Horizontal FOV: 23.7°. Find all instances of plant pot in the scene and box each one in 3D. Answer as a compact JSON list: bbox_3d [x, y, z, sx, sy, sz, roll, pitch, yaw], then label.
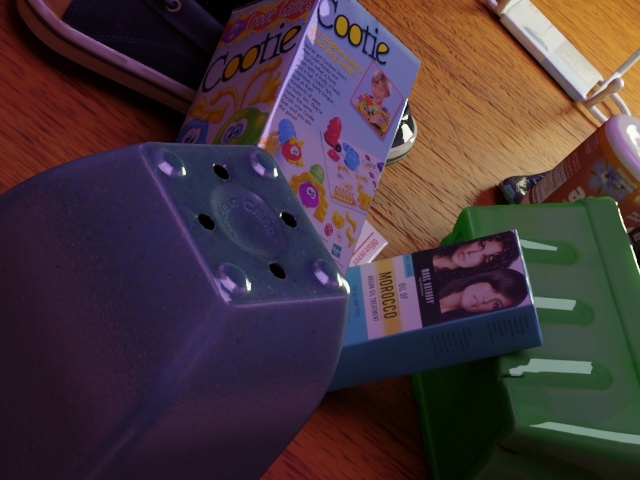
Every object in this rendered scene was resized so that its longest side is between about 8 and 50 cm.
[{"bbox_3d":[-0.127,0.056,1.170,0.247,0.252,0.248,-3,56,-50],"label":"plant pot"}]

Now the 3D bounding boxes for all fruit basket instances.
[{"bbox_3d":[0.298,0.143,1.538,0.392,0.283,0.392,17,41,-16],"label":"fruit basket"}]

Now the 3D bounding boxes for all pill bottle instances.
[{"bbox_3d":[0.322,-0.043,1.847,0.121,0.216,0.121,30,35,-24],"label":"pill bottle"}]

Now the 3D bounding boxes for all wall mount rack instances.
[{"bbox_3d":[0.371,-0.310,2.292,0.350,0.130,0.304,46,31,1],"label":"wall mount rack"}]

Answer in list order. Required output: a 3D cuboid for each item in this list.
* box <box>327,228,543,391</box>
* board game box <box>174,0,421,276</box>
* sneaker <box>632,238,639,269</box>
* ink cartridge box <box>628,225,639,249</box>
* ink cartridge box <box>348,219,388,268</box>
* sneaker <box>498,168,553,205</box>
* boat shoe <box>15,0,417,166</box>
[{"bbox_3d":[0.075,0.069,1.417,0.101,0.244,0.060,-96,170,-46],"label":"box"},{"bbox_3d":[-0.037,-0.085,1.422,0.144,0.142,0.275,39,58,-32],"label":"board game box"},{"bbox_3d":[0.359,0.079,1.746,0.268,0.101,0.153,-13,90,-14],"label":"sneaker"},{"bbox_3d":[0.452,-0.011,1.971,0.203,0.148,0.086,61,31,-16],"label":"ink cartridge box"},{"bbox_3d":[0.000,0.000,1.566,0.180,0.060,0.104,45,31,-1],"label":"ink cartridge box"},{"bbox_3d":[0.297,-0.072,1.985,0.166,0.076,0.065,-1,54,-50],"label":"sneaker"},{"bbox_3d":[-0.074,-0.209,1.613,0.500,0.156,0.187,22,27,-34],"label":"boat shoe"}]
